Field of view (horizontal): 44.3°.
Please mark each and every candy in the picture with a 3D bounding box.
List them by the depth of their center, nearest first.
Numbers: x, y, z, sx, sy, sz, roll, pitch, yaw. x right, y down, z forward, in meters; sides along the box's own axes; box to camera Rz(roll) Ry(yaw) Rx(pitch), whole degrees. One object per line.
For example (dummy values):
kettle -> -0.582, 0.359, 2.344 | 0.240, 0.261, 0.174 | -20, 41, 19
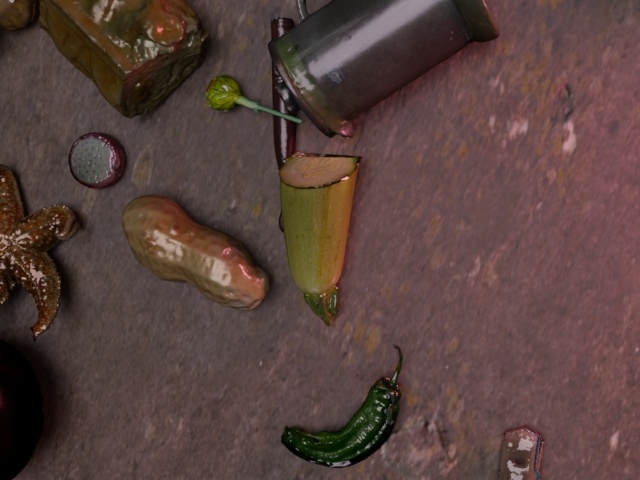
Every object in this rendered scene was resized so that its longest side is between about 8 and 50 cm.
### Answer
candy -> -0.111, -0.228, 1.320 | 0.193, 0.058, 0.062 | 24, 114, 24
candy -> -0.404, -0.144, 1.415 | 0.103, 0.043, 0.103 | 1, 93, 13

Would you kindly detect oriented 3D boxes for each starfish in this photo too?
starfish -> -0.584, 0.026, 1.424 | 0.311, 0.113, 0.303 | 23, 80, 18

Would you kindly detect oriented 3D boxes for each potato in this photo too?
potato -> -0.556, -0.467, 1.414 | 0.107, 0.080, 0.171 | 2, 93, 43

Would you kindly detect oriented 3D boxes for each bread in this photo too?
bread -> -0.333, -0.362, 1.318 | 0.196, 0.238, 0.252 | -36, 87, -28

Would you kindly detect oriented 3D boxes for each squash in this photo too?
squash -> -0.015, -0.002, 1.291 | 0.137, 0.137, 0.288 | 7, 96, 13

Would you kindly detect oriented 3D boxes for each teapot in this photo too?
teapot -> 0.067, -0.333, 1.214 | 0.337, 0.200, 0.271 | -32, 97, 15

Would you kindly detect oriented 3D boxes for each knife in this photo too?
knife -> 0.317, 0.483, 1.280 | 0.089, 0.043, 0.366 | 5, 92, 13

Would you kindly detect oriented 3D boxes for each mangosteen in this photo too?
mangosteen -> -0.634, 0.304, 1.351 | 0.296, 0.313, 0.297 | -6, 77, 29

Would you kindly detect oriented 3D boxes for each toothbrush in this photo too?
toothbrush -> -0.060, -0.195, 1.335 | 0.040, 0.041, 0.364 | -1, 93, 13

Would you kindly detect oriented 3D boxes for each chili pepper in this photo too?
chili pepper -> 0.062, 0.296, 1.316 | 0.279, 0.065, 0.122 | -41, 87, 16

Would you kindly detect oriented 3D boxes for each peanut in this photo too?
peanut -> -0.216, 0.024, 1.338 | 0.290, 0.130, 0.130 | 28, 99, 12
